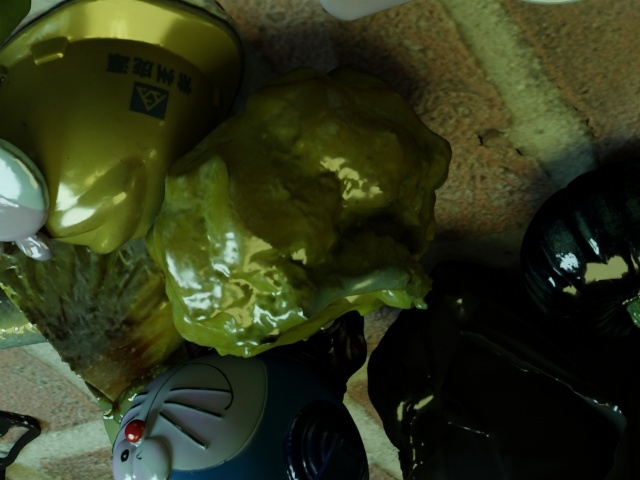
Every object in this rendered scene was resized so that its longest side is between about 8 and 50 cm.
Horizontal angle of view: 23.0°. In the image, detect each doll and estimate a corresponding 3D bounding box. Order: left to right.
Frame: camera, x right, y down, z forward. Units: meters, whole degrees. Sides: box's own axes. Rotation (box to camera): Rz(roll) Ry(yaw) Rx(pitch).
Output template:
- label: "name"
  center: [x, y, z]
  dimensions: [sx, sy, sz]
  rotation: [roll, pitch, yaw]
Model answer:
- label: "doll"
  center: [-0.065, 0.175, 1.437]
  dimensions: [0.284, 0.310, 0.240]
  rotation: [-20, 132, 42]

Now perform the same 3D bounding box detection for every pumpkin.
- label: "pumpkin"
  center: [0.272, 0.011, 1.419]
  dimensions: [0.194, 0.150, 0.194]
  rotation: [5, 130, 6]

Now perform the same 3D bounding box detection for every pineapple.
- label: "pineapple"
  center: [-0.190, 0.045, 1.378]
  dimensions: [0.236, 0.186, 0.114]
  rotation: [-4, 154, 24]

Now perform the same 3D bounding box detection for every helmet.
- label: "helmet"
  center: [-0.171, -0.067, 1.253]
  dimensions: [0.205, 0.140, 0.257]
  rotation: [15, 147, -28]

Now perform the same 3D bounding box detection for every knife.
- label: "knife"
  center: [-0.391, -0.051, 1.261]
  dimensions: [0.398, 0.038, 0.132]
  rotation: [5, 133, 18]

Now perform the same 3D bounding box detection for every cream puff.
- label: "cream puff"
  center: [0.000, 0.001, 1.253]
  dimensions: [0.282, 0.185, 0.282]
  rotation: [-38, 151, -26]

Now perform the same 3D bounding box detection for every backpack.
- label: "backpack"
  center: [0.234, 0.228, 1.489]
  dimensions: [0.363, 0.446, 0.255]
  rotation: [14, 133, -35]

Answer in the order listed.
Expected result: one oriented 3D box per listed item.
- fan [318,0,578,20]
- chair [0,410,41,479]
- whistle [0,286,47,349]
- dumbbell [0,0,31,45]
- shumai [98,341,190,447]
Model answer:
- label: "fan"
  center: [0.106, -0.208, 1.075]
  dimensions: [0.244, 0.074, 0.130]
  rotation: [-17, 132, 21]
- label: "chair"
  center: [-0.417, 0.294, 1.863]
  dimensions: [0.106, 0.113, 0.229]
  rotation: [12, 149, -27]
- label: "whistle"
  center: [-0.308, 0.076, 1.548]
  dimensions: [0.326, 0.057, 0.068]
  rotation: [-8, 112, 6]
- label: "dumbbell"
  center: [-0.170, -0.215, 1.025]
  dimensions: [0.302, 0.108, 0.121]
  rotation: [-23, 144, 30]
- label: "shumai"
  center: [-0.090, 0.193, 1.661]
  dimensions: [0.260, 0.225, 0.222]
  rotation: [-16, 116, -28]
